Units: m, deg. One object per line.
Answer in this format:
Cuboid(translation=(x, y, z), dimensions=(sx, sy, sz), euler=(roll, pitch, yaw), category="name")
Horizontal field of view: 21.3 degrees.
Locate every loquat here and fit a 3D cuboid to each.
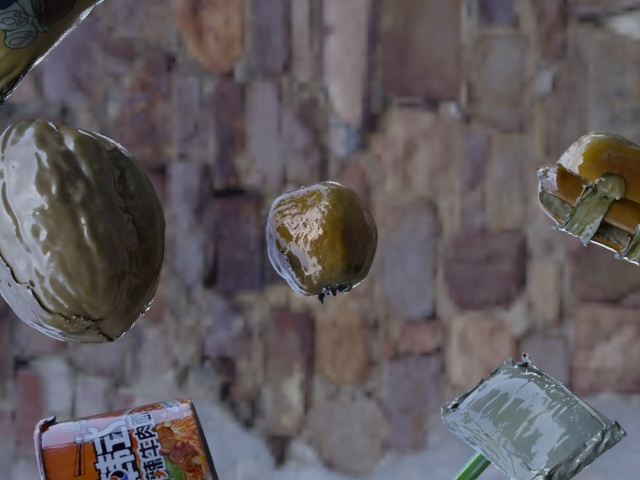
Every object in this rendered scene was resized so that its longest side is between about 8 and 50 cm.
Cuboid(translation=(0.000, 0.000, 1.899), dimensions=(0.113, 0.137, 0.137), euler=(44, -132, -68), category="loquat")

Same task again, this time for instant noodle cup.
Cuboid(translation=(-0.223, 0.310, 2.086), dimensions=(0.250, 0.192, 0.250), euler=(162, 90, -86), category="instant noodle cup")

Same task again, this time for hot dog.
Cuboid(translation=(0.307, -0.014, 1.450), dimensions=(0.109, 0.270, 0.072), euler=(121, 169, -53), category="hot dog")

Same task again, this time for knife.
Cuboid(translation=(0.189, 0.261, 2.058), dimensions=(0.054, 0.212, 0.015), euler=(34, -167, -28), category="knife")

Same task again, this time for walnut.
Cuboid(translation=(-0.257, -0.009, 1.755), dimensions=(0.198, 0.198, 0.245), euler=(15, -127, -79), category="walnut")

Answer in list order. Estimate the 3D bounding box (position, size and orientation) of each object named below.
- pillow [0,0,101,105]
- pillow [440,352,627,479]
Cuboid(translation=(-0.308, -0.352, 1.869), dimensions=(0.312, 0.119, 0.310), euler=(-46, -44, -24), category="pillow")
Cuboid(translation=(0.216, 0.190, 1.765), dimensions=(0.053, 0.119, 0.208), euler=(54, 171, -31), category="pillow")
